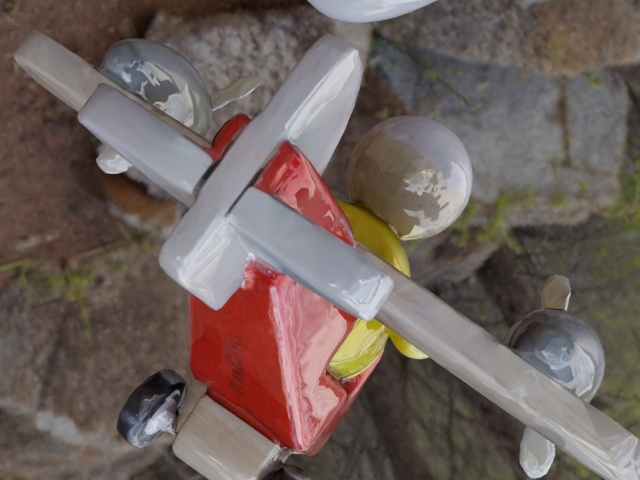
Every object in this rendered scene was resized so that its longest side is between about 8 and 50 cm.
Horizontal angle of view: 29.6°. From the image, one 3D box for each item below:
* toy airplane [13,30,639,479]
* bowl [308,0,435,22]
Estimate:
[{"bbox_3d":[0.000,0.000,0.767,0.272,0.386,0.384,-45,-156,-27],"label":"toy airplane"},{"bbox_3d":[0.017,-0.144,0.408,0.142,0.142,0.053,-35,180,-31],"label":"bowl"}]
